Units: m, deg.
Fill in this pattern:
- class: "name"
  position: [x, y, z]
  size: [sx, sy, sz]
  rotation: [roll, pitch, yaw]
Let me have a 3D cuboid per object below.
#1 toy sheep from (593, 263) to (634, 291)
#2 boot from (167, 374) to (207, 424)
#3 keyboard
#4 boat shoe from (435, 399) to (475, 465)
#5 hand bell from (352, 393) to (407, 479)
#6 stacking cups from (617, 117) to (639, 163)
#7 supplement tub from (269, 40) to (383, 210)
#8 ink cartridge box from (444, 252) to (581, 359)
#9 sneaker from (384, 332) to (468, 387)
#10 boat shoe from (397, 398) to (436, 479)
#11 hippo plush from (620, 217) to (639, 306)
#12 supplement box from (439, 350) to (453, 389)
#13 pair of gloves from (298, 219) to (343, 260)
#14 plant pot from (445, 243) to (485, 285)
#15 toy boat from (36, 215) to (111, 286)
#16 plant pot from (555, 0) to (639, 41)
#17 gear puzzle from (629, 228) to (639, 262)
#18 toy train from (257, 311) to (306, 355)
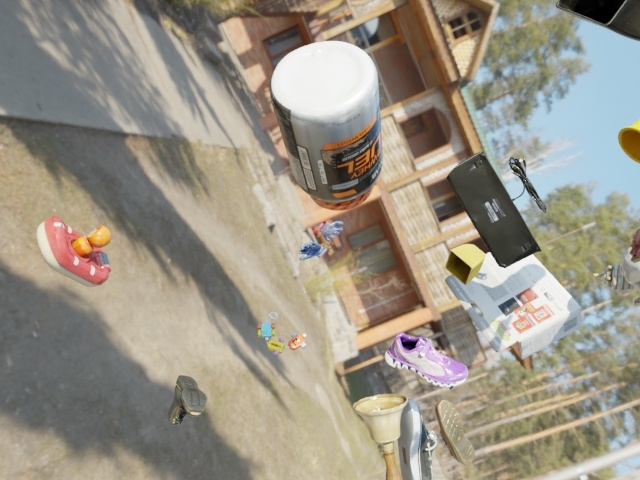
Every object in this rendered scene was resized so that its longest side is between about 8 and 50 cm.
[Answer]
- class: "toy sheep"
  position: [0.847, 0.104, 1.500]
  size: [0.091, 0.132, 0.091]
  rotation: [-23, 118, -54]
- class: "boot"
  position: [-0.394, 0.499, 1.544]
  size: [0.076, 0.137, 0.198]
  rotation: [19, 4, -23]
- class: "keyboard"
  position: [0.500, -0.099, 1.431]
  size: [0.317, 0.201, 0.033]
  rotation: [59, 24, -2]
- class: "boat shoe"
  position: [0.335, 0.496, 1.367]
  size: [0.060, 0.064, 0.178]
  rotation: [-17, -81, 57]
- class: "hand bell"
  position: [0.154, 0.486, 1.199]
  size: [0.126, 0.126, 0.242]
  rotation: [1, 79, -85]
- class: "stacking cups"
  position: [0.731, -0.278, 1.016]
  size: [0.096, 0.316, 0.096]
  rotation: [51, 0, 0]
- class: "supplement tub"
  position: [0.025, -0.220, 1.107]
  size: [0.338, 0.207, 0.207]
  rotation: [74, -4, -59]
- class: "ink cartridge box"
  position: [0.578, 0.187, 1.619]
  size: [0.130, 0.271, 0.309]
  rotation: [59, 3, -47]
- class: "sneaker"
  position: [0.300, 0.328, 1.488]
  size: [0.095, 0.236, 0.105]
  rotation: [-44, 145, -55]
- class: "boat shoe"
  position: [0.309, 0.633, 1.651]
  size: [0.113, 0.104, 0.306]
  rotation: [-170, -107, -69]
- class: "hippo plush"
  position: [0.878, 0.081, 1.357]
  size: [0.294, 0.236, 0.234]
  rotation: [56, -17, 6]
- class: "supplement box"
  position: [0.392, 0.406, 1.659]
  size: [0.083, 0.056, 0.083]
  rotation: [51, 0, -7]
- class: "pair of gloves"
  position: [0.000, 0.000, 1.924]
  size: [0.023, 0.198, 0.159]
  rotation: [48, 14, 27]
- class: "plant pot"
  position: [0.412, 0.058, 1.476]
  size: [0.081, 0.083, 0.081]
  rotation: [45, -30, 31]
- class: "toy boat"
  position: [-0.622, 0.013, 1.393]
  size: [0.151, 0.151, 0.231]
  rotation: [59, 4, 33]
- class: "plant pot"
  position: [0.683, -0.546, 1.165]
  size: [0.167, 0.188, 0.187]
  rotation: [17, 29, -27]
- class: "gear puzzle"
  position: [0.654, -0.117, 0.924]
  size: [0.044, 0.339, 0.175]
  rotation: [36, -16, 5]
- class: "toy train"
  position: [-0.133, 0.319, 1.741]
  size: [0.166, 0.125, 0.046]
  rotation: [39, -36, 23]
